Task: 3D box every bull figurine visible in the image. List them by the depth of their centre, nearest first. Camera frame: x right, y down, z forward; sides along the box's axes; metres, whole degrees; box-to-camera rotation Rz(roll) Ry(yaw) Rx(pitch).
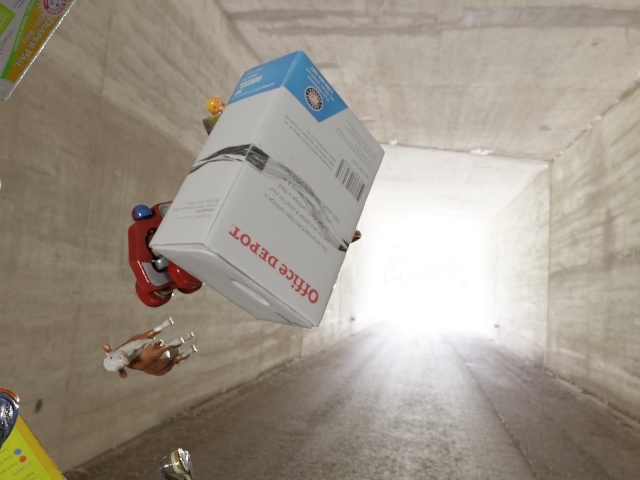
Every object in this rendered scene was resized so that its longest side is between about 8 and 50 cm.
[{"bbox_3d":[-0.462,0.305,1.475,0.188,0.101,0.310,-28,-17,-5],"label":"bull figurine"}]

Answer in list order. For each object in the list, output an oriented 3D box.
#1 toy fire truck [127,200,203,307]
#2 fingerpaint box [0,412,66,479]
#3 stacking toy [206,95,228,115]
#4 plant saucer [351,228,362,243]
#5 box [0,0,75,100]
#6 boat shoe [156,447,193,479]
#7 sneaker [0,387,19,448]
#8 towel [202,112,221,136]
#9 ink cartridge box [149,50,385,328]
[{"bbox_3d":[-0.388,0.017,1.411,0.169,0.253,0.302,-28,-3,29],"label":"toy fire truck"},{"bbox_3d":[-0.788,0.668,1.178,0.445,0.371,0.163,-34,-14,-38],"label":"fingerpaint box"},{"bbox_3d":[-0.229,-0.398,1.723,0.302,0.175,0.165,9,31,-35],"label":"stacking toy"},{"bbox_3d":[0.000,0.000,1.274,0.200,0.037,0.200,-15,-8,-2],"label":"plant saucer"},{"bbox_3d":[-0.470,-0.326,0.769,0.103,0.203,0.114,35,0,15],"label":"box"},{"bbox_3d":[-0.263,0.412,0.970,0.049,0.056,0.152,-14,-33,-12],"label":"boat shoe"},{"bbox_3d":[-0.489,0.316,0.731,0.083,0.221,0.087,16,-11,-18],"label":"sneaker"},{"bbox_3d":[-0.298,-0.320,1.535,0.060,0.083,0.009,-24,38,-6],"label":"towel"},{"bbox_3d":[-0.074,-0.082,0.959,0.166,0.394,0.285,-2,-33,43],"label":"ink cartridge box"}]
